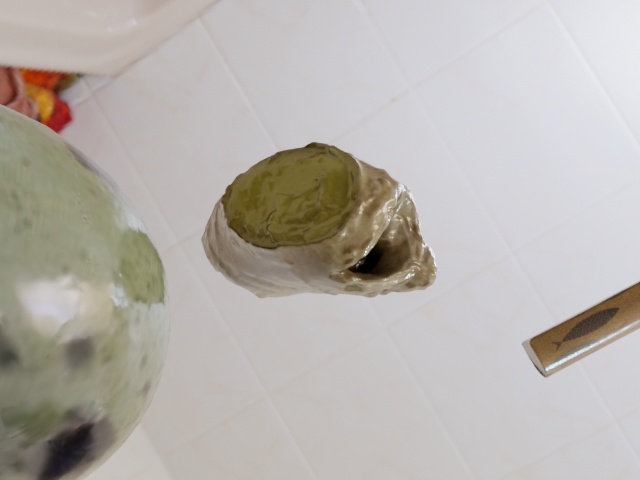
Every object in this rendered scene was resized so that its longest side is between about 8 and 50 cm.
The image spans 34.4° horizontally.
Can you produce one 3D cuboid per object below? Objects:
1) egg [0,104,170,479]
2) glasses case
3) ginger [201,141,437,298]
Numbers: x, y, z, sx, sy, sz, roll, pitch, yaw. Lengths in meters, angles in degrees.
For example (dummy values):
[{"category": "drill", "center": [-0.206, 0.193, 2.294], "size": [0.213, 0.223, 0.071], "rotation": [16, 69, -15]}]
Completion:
[{"category": "egg", "center": [-0.322, 0.048, 0.883], "size": [0.345, 0.345, 0.428], "rotation": [-32, 137, 9]}, {"category": "glasses case", "center": [0.273, 0.071, 0.960], "size": [0.170, 0.041, 0.064], "rotation": [-28, 172, 0]}, {"category": "ginger", "center": [0.000, 0.000, 1.077], "size": [0.130, 0.276, 0.221], "rotation": [-65, 148, -22]}]
